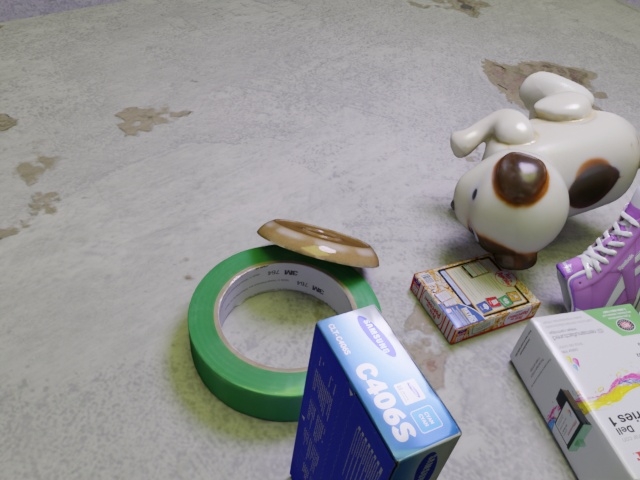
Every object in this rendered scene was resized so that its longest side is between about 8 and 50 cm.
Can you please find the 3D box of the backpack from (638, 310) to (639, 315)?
[{"bbox_3d":[0.643,0.165,0.931,0.188,0.144,0.166,-15,11,-9],"label":"backpack"}]

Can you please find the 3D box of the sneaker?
[{"bbox_3d":[0.521,0.023,1.010,0.161,0.282,0.102,5,21,0],"label":"sneaker"}]

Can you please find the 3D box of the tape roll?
[{"bbox_3d":[-0.059,0.143,0.948,0.321,0.077,0.321,4,43,-3],"label":"tape roll"}]

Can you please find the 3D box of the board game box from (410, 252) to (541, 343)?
[{"bbox_3d":[0.291,0.103,1.060,0.193,0.045,0.147,-13,46,-20],"label":"board game box"}]

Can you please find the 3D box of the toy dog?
[{"bbox_3d":[0.438,-0.109,1.125,0.395,0.284,0.408,33,50,32],"label":"toy dog"}]

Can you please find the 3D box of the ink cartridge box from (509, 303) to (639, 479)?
[{"bbox_3d":[0.464,0.250,0.875,0.201,0.117,0.278,-6,45,-14],"label":"ink cartridge box"}]

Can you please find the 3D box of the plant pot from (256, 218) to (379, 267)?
[{"bbox_3d":[0.000,0.000,1.044,0.236,0.032,0.236,16,8,-2],"label":"plant pot"}]

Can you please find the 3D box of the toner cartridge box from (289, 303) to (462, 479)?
[{"bbox_3d":[0.041,0.252,0.646,0.075,0.348,0.165,-15,48,-24],"label":"toner cartridge box"}]
